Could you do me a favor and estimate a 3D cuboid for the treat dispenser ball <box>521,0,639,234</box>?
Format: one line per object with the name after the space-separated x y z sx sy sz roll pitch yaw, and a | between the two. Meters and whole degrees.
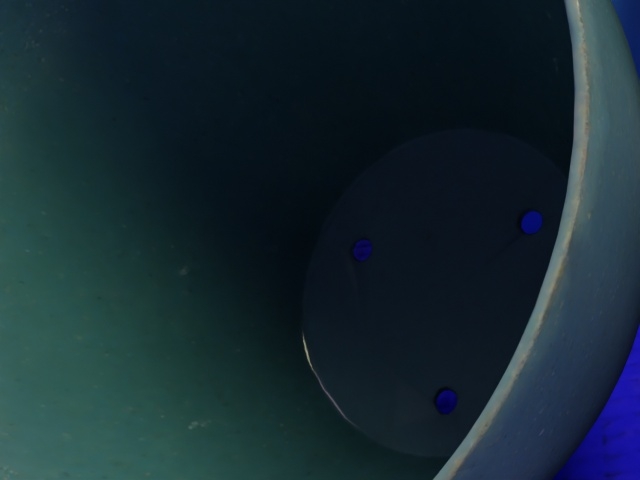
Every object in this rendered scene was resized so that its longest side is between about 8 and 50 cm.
0.087 -0.138 0.793 0.288 0.288 0.288 -13 18 4 | treat dispenser ball

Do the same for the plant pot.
0.000 0.000 0.544 0.290 0.290 0.195 -2 -15 34 | plant pot
